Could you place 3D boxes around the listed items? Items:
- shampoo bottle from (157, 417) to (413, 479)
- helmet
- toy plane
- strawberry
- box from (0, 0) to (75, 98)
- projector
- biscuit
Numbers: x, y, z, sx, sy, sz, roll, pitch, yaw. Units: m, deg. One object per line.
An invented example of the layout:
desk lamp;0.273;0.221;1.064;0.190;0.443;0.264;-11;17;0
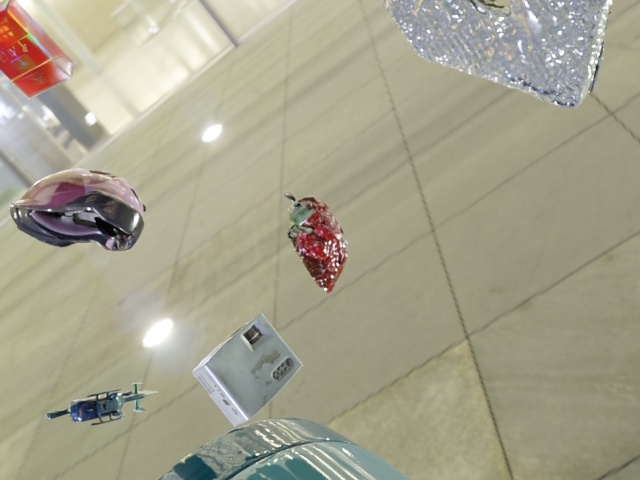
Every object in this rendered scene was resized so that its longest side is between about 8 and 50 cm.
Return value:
shampoo bottle;0.029;0.360;0.701;0.331;0.331;0.343;-47;39;-18
helmet;-0.475;-0.072;1.784;0.198;0.253;0.154;115;174;-66
toy plane;-0.420;0.326;1.772;0.235;0.060;0.096;-6;-5;-45
strawberry;-0.001;-0.003;1.605;0.085;0.192;0.140;-22;-7;10
box;-0.554;-0.352;1.638;0.112;0.175;0.048;-21;43;23
projector;-0.116;0.203;1.400;0.061;0.115;0.147;-31;8;46
biscuit;0.161;-0.233;0.879;0.250;0.147;0.046;25;47;21
